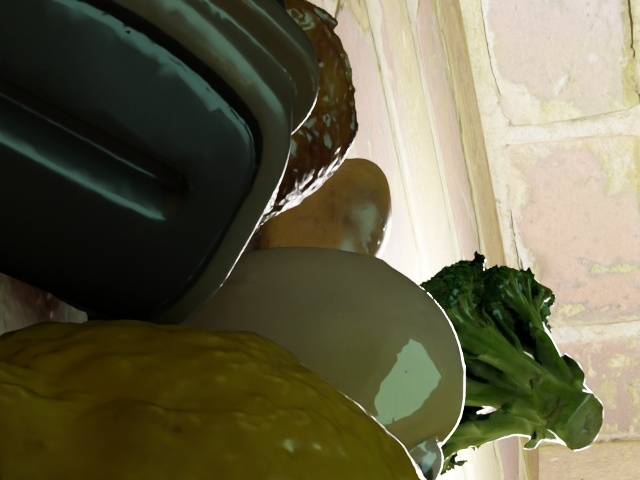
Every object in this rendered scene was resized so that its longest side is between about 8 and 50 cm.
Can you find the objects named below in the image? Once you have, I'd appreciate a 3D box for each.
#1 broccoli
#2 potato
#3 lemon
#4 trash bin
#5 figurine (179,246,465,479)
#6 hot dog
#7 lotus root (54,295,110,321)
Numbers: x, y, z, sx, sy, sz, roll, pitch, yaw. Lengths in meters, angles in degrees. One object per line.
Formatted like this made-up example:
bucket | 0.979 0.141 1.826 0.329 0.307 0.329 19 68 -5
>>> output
broccoli | 0.190 0.164 1.876 0.254 0.269 0.269 -14 98 -48
potato | 0.000 0.000 1.389 0.109 0.118 0.178 39 47 -20
lemon | -0.069 0.173 0.585 0.268 0.268 0.322 -84 167 -47
trash bin | -0.120 -0.118 0.641 0.209 0.182 0.290 27 43 -37
figurine | -0.024 0.207 1.074 0.274 0.227 0.394 153 -61 -72
hot dog | -0.073 -0.075 1.061 0.259 0.114 0.175 -31 116 -61
lotus root | -0.121 -0.027 0.881 0.113 0.088 0.192 -86 165 -66
